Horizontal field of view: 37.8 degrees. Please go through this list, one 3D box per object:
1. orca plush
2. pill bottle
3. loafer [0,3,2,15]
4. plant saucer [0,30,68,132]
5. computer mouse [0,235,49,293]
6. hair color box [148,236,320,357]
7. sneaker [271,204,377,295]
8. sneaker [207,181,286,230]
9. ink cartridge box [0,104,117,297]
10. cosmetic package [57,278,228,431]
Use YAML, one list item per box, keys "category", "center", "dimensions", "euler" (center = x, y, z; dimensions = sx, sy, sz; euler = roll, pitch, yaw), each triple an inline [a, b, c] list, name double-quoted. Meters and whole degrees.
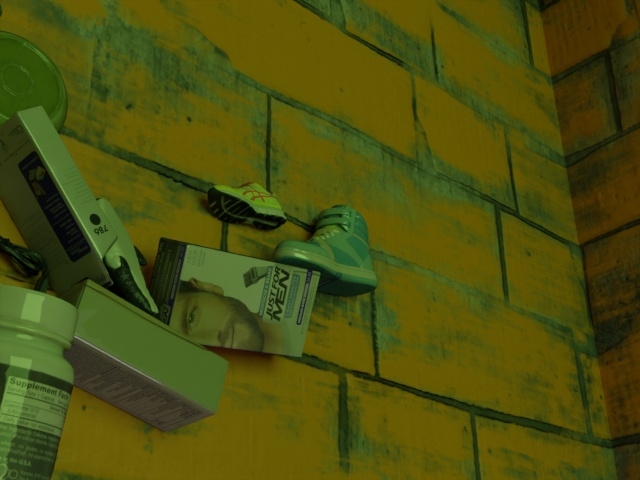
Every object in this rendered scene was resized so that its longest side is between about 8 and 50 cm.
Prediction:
- category: "orca plush"
  center: [-0.382, 0.062, 1.710]
  dimensions: [0.287, 0.102, 0.151]
  euler: [58, 8, 9]
- category: "pill bottle"
  center: [-0.479, 0.258, 1.365]
  dimensions: [0.204, 0.204, 0.361]
  euler: [24, 66, -37]
- category: "loafer"
  center: [-0.654, -0.448, 1.723]
  dimensions: [0.148, 0.050, 0.056]
  euler: [10, 63, -43]
- category: "plant saucer"
  center: [-0.571, -0.292, 1.738]
  dimensions: [0.241, 0.037, 0.241]
  euler: [23, 55, -37]
- category: "computer mouse"
  center: [-0.555, 0.092, 1.538]
  dimensions: [0.184, 0.060, 0.262]
  euler: [33, 37, -25]
- category: "hair color box"
  center: [-0.170, 0.117, 1.834]
  dimensions: [0.339, 0.110, 0.185]
  euler: [13, 89, -40]
- category: "sneaker"
  center: [0.000, 0.000, 2.115]
  dimensions: [0.319, 0.127, 0.208]
  euler: [22, 57, -49]
- category: "sneaker"
  center: [-0.167, -0.089, 2.030]
  dimensions: [0.208, 0.081, 0.094]
  euler: [21, 48, -46]
- category: "ink cartridge box"
  center: [-0.464, -0.052, 1.624]
  dimensions: [0.065, 0.165, 0.332]
  euler: [-30, 93, -51]
- category: "cosmetic package"
  center: [-0.333, 0.208, 1.627]
  dimensions: [0.309, 0.160, 0.113]
  euler: [36, 47, -30]
